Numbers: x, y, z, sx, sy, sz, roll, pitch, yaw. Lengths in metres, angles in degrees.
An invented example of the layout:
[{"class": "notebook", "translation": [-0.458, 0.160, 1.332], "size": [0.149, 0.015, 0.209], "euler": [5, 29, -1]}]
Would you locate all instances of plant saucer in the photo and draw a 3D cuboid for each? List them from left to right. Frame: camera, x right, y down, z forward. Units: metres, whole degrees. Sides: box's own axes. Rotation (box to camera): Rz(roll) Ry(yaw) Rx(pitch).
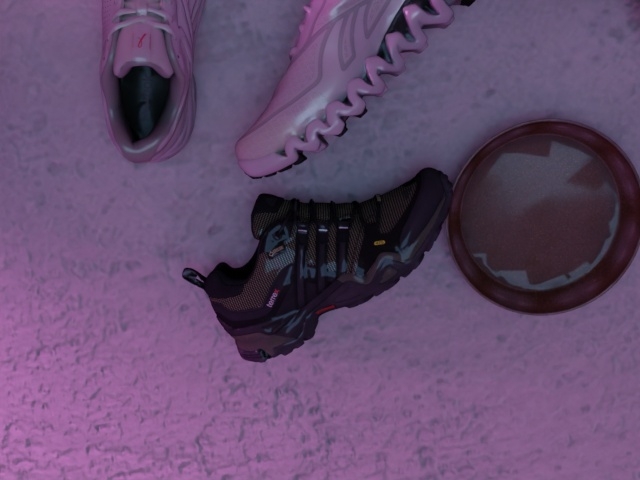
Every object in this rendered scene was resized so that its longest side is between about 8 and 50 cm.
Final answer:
[{"class": "plant saucer", "translation": [0.187, -0.021, 1.097], "size": [0.168, 0.029, 0.168], "euler": [-1, 103, -4]}]

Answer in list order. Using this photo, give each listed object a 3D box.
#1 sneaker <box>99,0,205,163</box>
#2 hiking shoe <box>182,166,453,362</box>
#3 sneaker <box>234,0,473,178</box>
[{"class": "sneaker", "translation": [-0.128, -0.166, 0.995], "size": [0.090, 0.115, 0.232], "euler": [-3, 104, -3]}, {"class": "hiking shoe", "translation": [0.000, 0.000, 1.060], "size": [0.227, 0.086, 0.114], "euler": [-37, 106, 6]}, {"class": "sneaker", "translation": [0.027, -0.171, 1.019], "size": [0.118, 0.110, 0.292], "euler": [43, 89, -4]}]
